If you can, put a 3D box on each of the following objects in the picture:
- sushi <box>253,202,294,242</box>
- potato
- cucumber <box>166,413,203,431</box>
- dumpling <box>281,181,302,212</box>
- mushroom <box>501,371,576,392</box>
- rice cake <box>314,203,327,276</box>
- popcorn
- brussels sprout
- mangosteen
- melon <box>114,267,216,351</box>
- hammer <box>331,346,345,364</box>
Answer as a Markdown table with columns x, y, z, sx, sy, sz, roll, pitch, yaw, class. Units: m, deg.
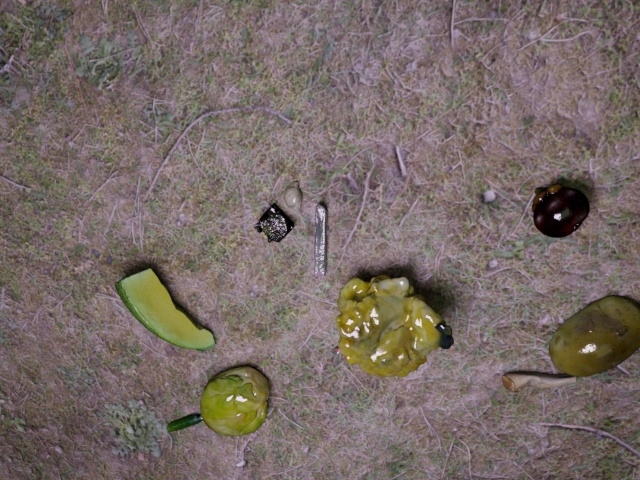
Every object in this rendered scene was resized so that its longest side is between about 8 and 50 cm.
| x | y | z | sx | sy | sz | roll | pitch | yaw | class |
| --- | --- | --- | --- | --- | --- | --- | --- | --- | --- |
| -0.127 | -0.041 | 1.209 | 0.083 | 0.056 | 0.084 | 42 | 105 | -12 | sushi |
| 0.738 | 0.265 | 1.147 | 0.271 | 0.111 | 0.160 | -39 | 99 | 16 | potato |
| -0.429 | 0.585 | 1.422 | 0.155 | 0.037 | 0.037 | -22 | 101 | 14 | cucumber |
| -0.079 | -0.115 | 1.190 | 0.059 | 0.043 | 0.077 | -2 | 109 | 31 | dumpling |
| 0.609 | 0.391 | 1.222 | 0.202 | 0.059 | 0.054 | -5 | 89 | 5 | mushroom |
| 0.000 | 0.000 | 1.208 | 0.036 | 0.047 | 0.207 | -1 | 107 | -8 | rice cake |
| 0.157 | 0.209 | 1.142 | 0.292 | 0.237 | 0.293 | 3 | 109 | 8 | popcorn |
| -0.254 | 0.485 | 1.307 | 0.223 | 0.161 | 0.223 | 4 | 108 | 14 | brussels sprout |
| 0.577 | -0.079 | 1.080 | 0.140 | 0.140 | 0.140 | 2 | 105 | 7 | mangosteen |
| -0.446 | 0.218 | 1.272 | 0.124 | 0.196 | 0.323 | -41 | 101 | -12 | melon |
| 0.075 | 0.343 | 1.298 | 0.083 | 0.031 | 0.053 | 9 | 109 | -6 | hammer |
